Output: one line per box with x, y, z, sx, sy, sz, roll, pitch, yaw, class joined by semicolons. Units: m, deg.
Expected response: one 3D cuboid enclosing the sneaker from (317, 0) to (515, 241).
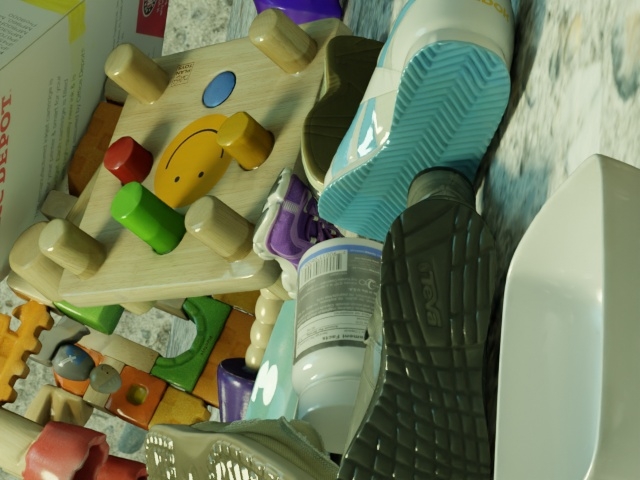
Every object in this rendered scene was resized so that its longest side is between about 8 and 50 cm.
0.064;-0.077;1.104;0.229;0.087;0.092;122;163;-53;sneaker

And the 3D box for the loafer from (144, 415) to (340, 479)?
-0.029;0.156;1.136;0.268;0.092;0.102;13;112;62;loafer

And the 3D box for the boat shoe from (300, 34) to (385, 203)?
0.025;-0.080;1.381;0.224;0.080;0.073;-84;1;-55;boat shoe

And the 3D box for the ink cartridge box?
-0.308;-0.149;1.757;0.385;0.160;0.279;-52;-19;-50;ink cartridge box

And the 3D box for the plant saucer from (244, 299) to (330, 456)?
-0.034;0.181;1.513;0.317;0.043;0.318;-164;90;-82;plant saucer

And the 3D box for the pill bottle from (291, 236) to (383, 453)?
0.019;0.073;1.231;0.078;0.078;0.137;109;167;-52;pill bottle

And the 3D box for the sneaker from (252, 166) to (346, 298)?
0.000;0.000;1.359;0.068;0.071;0.170;-67;-24;-16;sneaker

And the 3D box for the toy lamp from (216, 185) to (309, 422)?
-0.048;0.059;1.723;0.080;0.080;0.275;-115;37;-76;toy lamp

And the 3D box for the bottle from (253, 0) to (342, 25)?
-0.011;-0.304;1.789;0.118;0.092;0.283;-115;35;-77;bottle

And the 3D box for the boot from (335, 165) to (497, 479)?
0.061;0.084;1.018;0.161;0.083;0.247;-48;-32;-82;boot

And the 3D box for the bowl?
0.112;0.051;0.705;0.142;0.053;0.142;119;159;-65;bowl

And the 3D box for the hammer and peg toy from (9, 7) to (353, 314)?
-0.141;-0.067;1.571;0.361;0.127;0.266;-6;57;42;hammer and peg toy

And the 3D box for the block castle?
-0.174;0.072;1.830;0.303;0.212;0.453;69;-136;-72;block castle
